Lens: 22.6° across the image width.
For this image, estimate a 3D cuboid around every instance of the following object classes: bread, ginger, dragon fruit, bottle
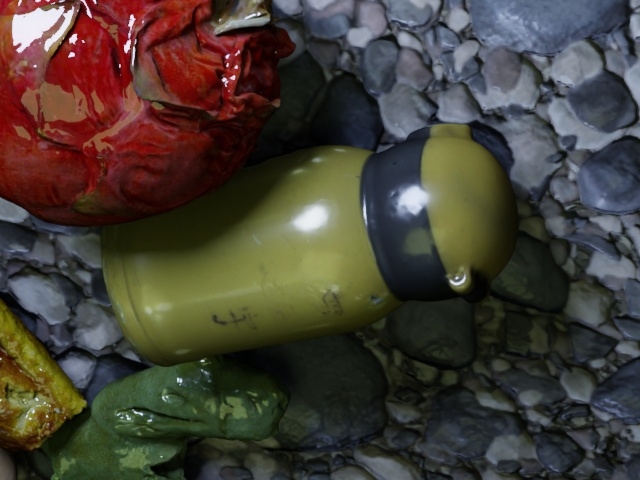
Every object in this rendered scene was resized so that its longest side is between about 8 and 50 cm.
[{"bbox_3d":[-0.332,0.126,1.606,0.172,0.103,0.132,52,155,-21],"label":"bread"},{"bbox_3d":[-0.159,0.190,1.617,0.290,0.089,0.137,-35,88,27],"label":"ginger"},{"bbox_3d":[-0.189,-0.148,1.297,0.342,0.277,0.277,-7,119,19],"label":"dragon fruit"},{"bbox_3d":[0.000,0.000,1.401,0.351,0.171,0.171,-11,118,19],"label":"bottle"}]

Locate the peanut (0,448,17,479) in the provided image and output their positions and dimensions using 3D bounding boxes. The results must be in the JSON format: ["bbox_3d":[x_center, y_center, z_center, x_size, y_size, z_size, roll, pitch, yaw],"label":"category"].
[{"bbox_3d":[-0.370,0.221,1.704,0.076,0.076,0.152,-8,121,21],"label":"peanut"}]
